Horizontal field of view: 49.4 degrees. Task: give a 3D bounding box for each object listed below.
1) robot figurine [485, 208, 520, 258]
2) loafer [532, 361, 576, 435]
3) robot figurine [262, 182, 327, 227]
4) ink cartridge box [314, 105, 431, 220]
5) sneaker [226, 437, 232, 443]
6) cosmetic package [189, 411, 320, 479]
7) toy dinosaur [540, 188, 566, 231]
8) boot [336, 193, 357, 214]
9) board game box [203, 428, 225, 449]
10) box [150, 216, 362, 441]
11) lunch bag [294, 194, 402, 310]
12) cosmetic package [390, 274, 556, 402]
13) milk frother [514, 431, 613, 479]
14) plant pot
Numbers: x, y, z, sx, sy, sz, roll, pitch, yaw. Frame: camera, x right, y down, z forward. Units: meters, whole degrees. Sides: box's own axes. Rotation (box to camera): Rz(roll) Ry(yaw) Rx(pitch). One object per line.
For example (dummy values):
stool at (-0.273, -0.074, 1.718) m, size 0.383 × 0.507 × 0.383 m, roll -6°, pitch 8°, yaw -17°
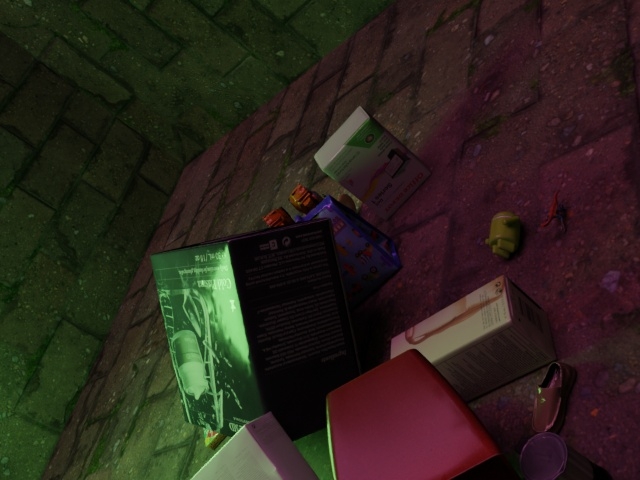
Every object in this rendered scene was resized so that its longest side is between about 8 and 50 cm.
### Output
robot figurine at (0.419, -0.017, 1.579) m, size 0.101 × 0.067 × 0.115 m, roll 111°, pitch 176°, yaw -55°
loafer at (0.409, 0.282, 1.245) m, size 0.056 × 0.050 × 0.148 m, roll -11°, pitch 48°, yaw 54°
robot figurine at (-0.047, -0.049, 1.996) m, size 0.211 × 0.291 × 0.085 m, roll -43°, pitch 64°, yaw 3°
ink cartridge box at (0.154, -0.221, 2.032) m, size 0.201 × 0.278 × 0.117 m, roll -47°, pitch 30°, yaw 13°
sneaker at (-0.212, 0.528, 1.969) m, size 0.170 × 0.051 × 0.089 m, roll -45°, pitch 27°, yaw 6°
cosmetic package at (-0.150, 0.591, 1.485) m, size 0.284 × 0.097 × 0.377 m, roll 52°, pitch 121°, yaw 18°
toy dinosaur at (0.496, -0.059, 1.501) m, size 0.047 × 0.090 × 0.082 m, roll -16°, pitch -1°, yaw 37°
boot at (0.001, 0.001, 2.207) m, size 0.211 × 0.104 × 0.295 m, roll -23°, pitch 43°, yaw 45°
board game box at (-0.321, 0.523, 2.173) m, size 0.124 × 0.039 × 0.259 m, roll -48°, pitch 24°, yaw 8°
box at (-0.169, 0.218, 1.748) m, size 0.480 × 0.297 × 0.472 m, roll -9°, pitch 95°, yaw 55°
lunch bag at (0.036, 0.028, 1.897) m, size 0.221 × 0.293 × 0.138 m, roll -43°, pitch 28°, yaw 20°
cosmetic package at (0.298, 0.216, 1.399) m, size 0.296 × 0.153 × 0.129 m, roll -35°, pitch 30°, yaw 30°
milk frother at (0.361, 0.393, 1.092) m, size 0.129 × 0.135 × 0.143 m, roll -11°, pitch 49°, yaw 55°
plant pot at (0.155, 0.347, 1.190) m, size 0.267 × 0.267 × 0.236 m, roll -30°, pitch 54°, yaw 6°
